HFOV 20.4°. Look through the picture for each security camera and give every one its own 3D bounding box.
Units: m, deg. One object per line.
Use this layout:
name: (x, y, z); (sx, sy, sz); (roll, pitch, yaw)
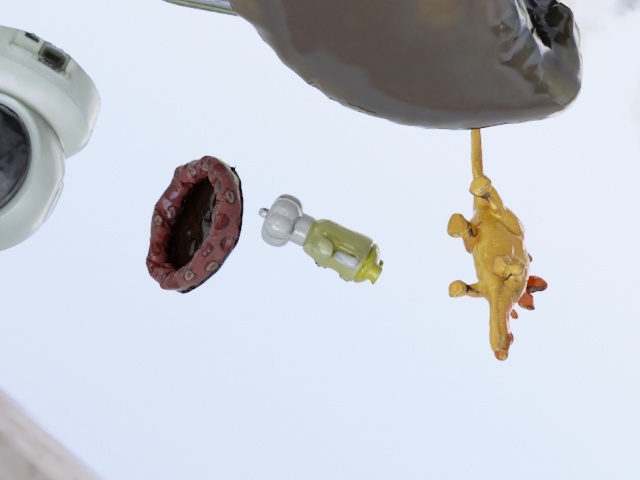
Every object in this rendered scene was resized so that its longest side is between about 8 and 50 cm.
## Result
security camera: (-0.366, -0.095, 1.944); (0.194, 0.236, 0.194); (18, 150, 11)

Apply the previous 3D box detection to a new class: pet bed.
pet bed: (-0.174, -0.024, 2.470); (0.053, 0.201, 0.201); (20, -158, -36)

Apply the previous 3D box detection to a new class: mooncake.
mooncake: (0.104, -0.291, 1.224); (0.393, 0.394, 0.246); (28, -146, -45)

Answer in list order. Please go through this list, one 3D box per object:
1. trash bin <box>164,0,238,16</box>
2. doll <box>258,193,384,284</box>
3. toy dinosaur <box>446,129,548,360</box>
trash bin: (-0.057, -0.369, 1.955); (0.243, 0.247, 0.121); (9, 178, -3)
doll: (0.000, 0.000, 2.110); (0.162, 0.062, 0.106); (28, -170, -1)
toy dinosaur: (0.172, 0.001, 1.734); (0.117, 0.070, 0.288); (47, -148, -45)
